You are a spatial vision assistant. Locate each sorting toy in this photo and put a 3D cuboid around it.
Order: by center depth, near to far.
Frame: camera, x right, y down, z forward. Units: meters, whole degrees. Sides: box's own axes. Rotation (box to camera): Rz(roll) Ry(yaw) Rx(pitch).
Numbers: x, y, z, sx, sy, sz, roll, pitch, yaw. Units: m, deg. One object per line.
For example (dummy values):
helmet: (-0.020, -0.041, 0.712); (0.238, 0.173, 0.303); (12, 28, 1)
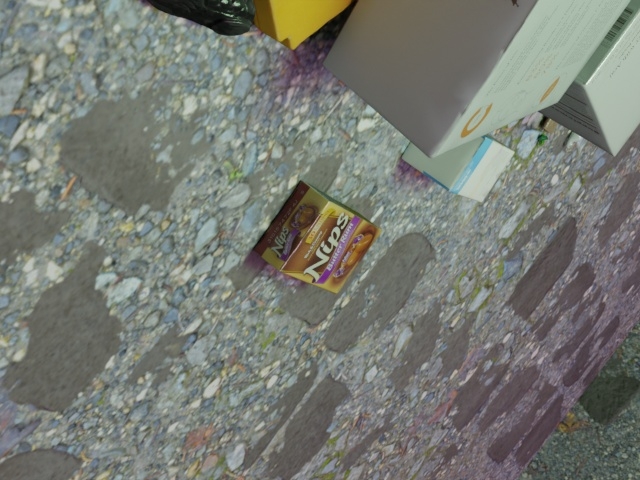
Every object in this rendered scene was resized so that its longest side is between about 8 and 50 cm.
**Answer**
sorting toy: (0.377, -0.193, 1.987); (0.083, 0.012, 0.062); (-60, 158, 7)

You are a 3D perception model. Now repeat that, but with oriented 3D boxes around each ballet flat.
ballet flat: (-0.117, -0.230, 1.100); (0.057, 0.049, 0.173); (-15, 165, 24)

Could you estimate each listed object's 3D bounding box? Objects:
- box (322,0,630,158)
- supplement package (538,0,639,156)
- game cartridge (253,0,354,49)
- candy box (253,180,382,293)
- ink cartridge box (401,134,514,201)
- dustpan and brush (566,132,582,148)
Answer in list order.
box: (0.196, -0.255, 1.360); (0.345, 0.168, 0.215); (-26, 154, -54)
supplement package: (0.374, -0.271, 1.695); (0.177, 0.175, 0.293); (-54, 155, 0)
game cartridge: (0.044, -0.370, 1.178); (0.324, 0.053, 0.285); (-41, 152, -18)
candy box: (0.000, 0.000, 1.560); (0.109, 0.053, 0.187); (-55, 153, 5)
ink cartridge box: (0.197, -0.117, 1.691); (0.090, 0.092, 0.143); (-57, 153, 10)
dustpan and brush: (0.496, -0.242, 2.089); (0.211, 0.060, 0.147); (-62, 152, 3)
